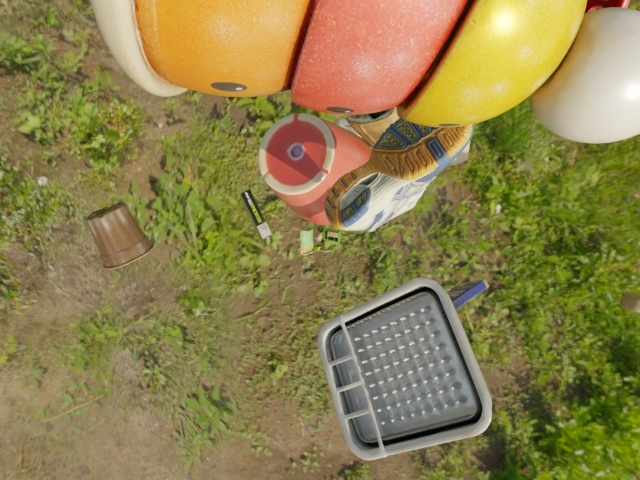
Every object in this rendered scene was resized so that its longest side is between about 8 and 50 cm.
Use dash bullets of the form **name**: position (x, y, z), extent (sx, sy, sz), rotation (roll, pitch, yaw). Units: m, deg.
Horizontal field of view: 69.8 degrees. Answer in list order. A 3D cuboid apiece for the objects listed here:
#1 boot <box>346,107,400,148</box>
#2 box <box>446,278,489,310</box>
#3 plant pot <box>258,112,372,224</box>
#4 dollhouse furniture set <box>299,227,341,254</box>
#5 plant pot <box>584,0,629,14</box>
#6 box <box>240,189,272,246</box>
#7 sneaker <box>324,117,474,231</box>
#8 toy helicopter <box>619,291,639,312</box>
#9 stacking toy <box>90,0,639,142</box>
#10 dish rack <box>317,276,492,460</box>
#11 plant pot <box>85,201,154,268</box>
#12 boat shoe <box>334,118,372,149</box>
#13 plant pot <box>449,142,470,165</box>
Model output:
- **boot**: position (0.146, -0.253, 1.207), extent (0.270, 0.236, 0.089), rotation (34, 59, -49)
- **box**: position (0.453, 0.204, 1.575), extent (0.225, 0.136, 0.036), rotation (-29, 90, -24)
- **plant pot**: position (-0.016, -0.188, 1.158), extent (0.275, 0.243, 0.274), rotation (-3, 83, 21)
- **dollhouse furniture set**: position (0.000, 0.000, 1.414), extent (0.152, 0.059, 0.076), rotation (-16, 113, -56)
- **plant pot**: position (0.331, -0.378, 0.700), extent (0.191, 0.191, 0.174), rotation (13, 32, -20)
- **box**: position (-0.235, -0.078, 1.708), extent (0.045, 0.184, 0.190), rotation (-26, 83, -7)
- **sneaker**: position (0.143, -0.118, 0.806), extent (0.131, 0.297, 0.111), rotation (13, 51, -49)
- **toy helicopter**: position (0.875, 0.158, 1.114), extent (0.356, 0.235, 0.140), rotation (8, 101, -12)
- **stacking toy**: position (0.097, -0.211, 0.396), extent (0.480, 0.350, 0.350), rotation (24, 70, -4)
- **dish rack**: position (0.156, 0.250, 0.893), extent (0.072, 0.333, 0.285), rotation (6, 59, -46)
- **plant pot**: position (-0.637, -0.022, 1.439), extent (0.167, 0.167, 0.165), rotation (-30, 114, -25)
- **boat shoe**: position (0.148, -0.362, 1.675), extent (0.335, 0.119, 0.121), rotation (2, 53, -43)
- **plant pot**: position (0.442, -0.319, 1.585), extent (0.096, 0.109, 0.109), rotation (-38, 138, -35)
